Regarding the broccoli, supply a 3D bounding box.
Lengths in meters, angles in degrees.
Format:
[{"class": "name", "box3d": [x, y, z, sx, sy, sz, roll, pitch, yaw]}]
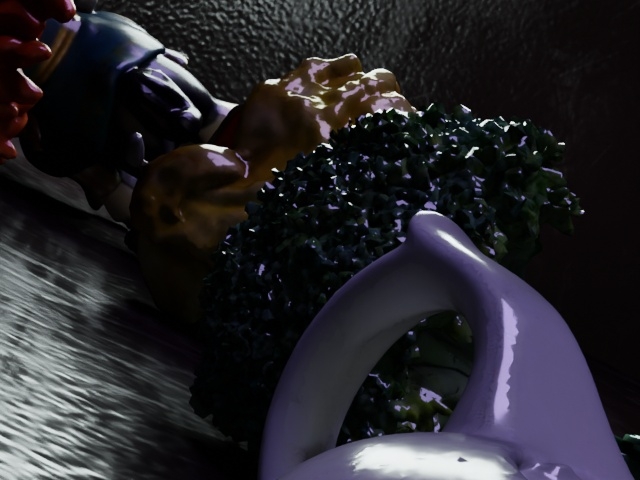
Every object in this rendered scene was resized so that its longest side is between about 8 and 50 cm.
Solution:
[{"class": "broccoli", "box3d": [0.049, 0.049, 0.821, 0.194, 0.194, 0.220, 27, 42, -10]}]

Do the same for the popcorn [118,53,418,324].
[{"class": "popcorn", "box3d": [-0.017, -0.011, 1.125, 0.140, 0.194, 0.163, 36, -33, 36]}]

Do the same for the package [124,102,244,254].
[{"class": "package", "box3d": [0.000, 0.000, 1.301, 0.239, 0.154, 0.030, 23, 32, -30]}]

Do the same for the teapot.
[{"class": "teapot", "box3d": [0.066, 0.099, 0.386, 0.204, 0.139, 0.298, 21, 8, -43]}]

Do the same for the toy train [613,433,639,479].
[{"class": "toy train", "box3d": [0.228, 0.170, 1.158, 0.178, 0.071, 0.104, 25, -7, -13]}]

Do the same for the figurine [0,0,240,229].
[{"class": "figurine", "box3d": [-0.226, -0.151, 1.305, 0.306, 0.241, 0.412, 41, 0, 35]}]
